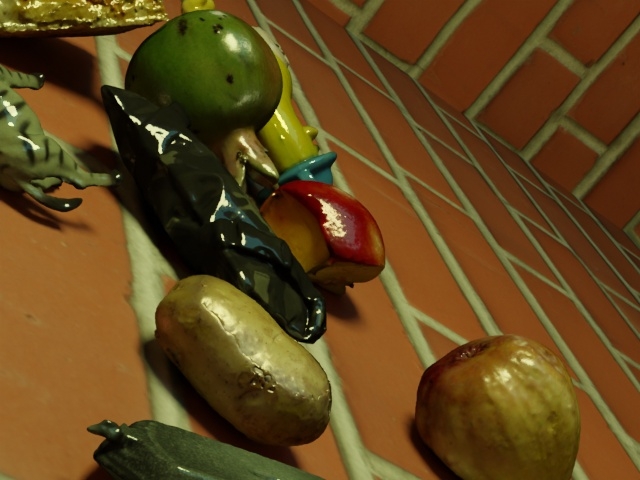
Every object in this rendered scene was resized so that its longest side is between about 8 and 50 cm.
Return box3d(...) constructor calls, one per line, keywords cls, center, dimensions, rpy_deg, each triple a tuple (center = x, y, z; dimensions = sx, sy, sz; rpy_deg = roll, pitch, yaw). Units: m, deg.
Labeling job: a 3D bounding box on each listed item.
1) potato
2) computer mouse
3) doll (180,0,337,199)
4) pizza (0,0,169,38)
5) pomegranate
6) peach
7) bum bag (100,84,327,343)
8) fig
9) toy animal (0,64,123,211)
box3d(cls="potato", center=(-0.062, 0.098, 1.039), dimensions=(0.170, 0.080, 0.107), rpy_deg=(45, 15, 3))
box3d(cls="computer mouse", center=(-0.056, 0.181, 0.848), dimensions=(0.229, 0.068, 0.113), rpy_deg=(22, 2, -19))
box3d(cls="doll", center=(-0.089, -0.174, 1.618), dimensions=(0.363, 0.145, 0.199), rpy_deg=(56, -5, 38))
box3d(cls="pizza", center=(-0.262, -0.257, 1.430), dimensions=(0.197, 0.058, 0.292), rpy_deg=(-2, 8, 22))
box3d(cls="pomegranate", center=(-0.117, -0.145, 1.453), dimensions=(0.224, 0.181, 0.181), rpy_deg=(62, 20, 10))
box3d(cls="peach", center=(0.003, -0.005, 1.449), dimensions=(0.151, 0.118, 0.151), rpy_deg=(3, -13, 1))
box3d(cls="bum bag", center=(-0.113, -0.029, 1.261), dimensions=(0.340, 0.095, 0.144), rpy_deg=(54, 13, 25))
box3d(cls="fig", center=(0.206, 0.215, 1.279), dimensions=(0.257, 0.159, 0.159), rpy_deg=(58, 17, 3))
box3d(cls="toy animal", center=(-0.288, -0.105, 1.112), dimensions=(0.217, 0.073, 0.176), rpy_deg=(48, 23, 13))
